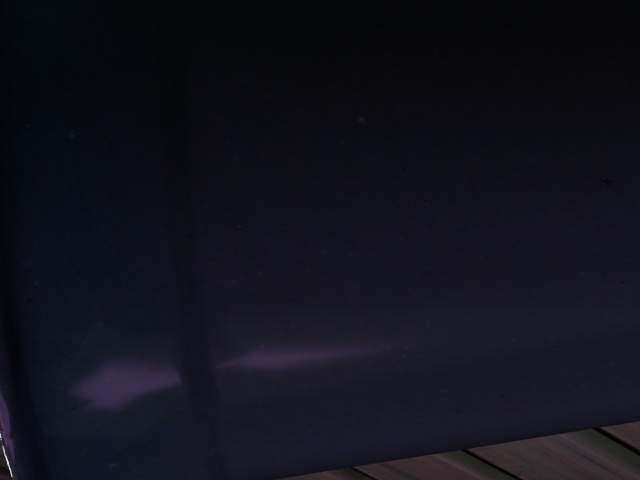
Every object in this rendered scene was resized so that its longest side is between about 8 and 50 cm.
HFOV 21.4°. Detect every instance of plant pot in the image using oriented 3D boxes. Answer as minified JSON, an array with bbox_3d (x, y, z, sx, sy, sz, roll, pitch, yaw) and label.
[{"bbox_3d":[0.027,-0.032,0.838,0.334,0.341,0.341,-5,157,3],"label":"plant pot"}]
